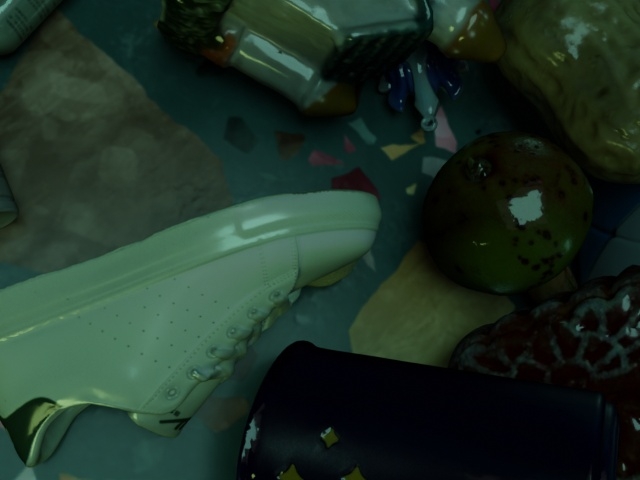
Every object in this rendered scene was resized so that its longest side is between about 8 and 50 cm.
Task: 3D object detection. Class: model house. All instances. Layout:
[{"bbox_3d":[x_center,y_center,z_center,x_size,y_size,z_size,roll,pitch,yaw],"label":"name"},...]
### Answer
[{"bbox_3d":[0.032,-0.241,0.732,0.301,0.190,0.271,32,73,-7],"label":"model house"}]

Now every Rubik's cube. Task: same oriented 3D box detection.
[{"bbox_3d":[0.366,0.050,0.765,0.254,0.254,0.254,3,76,-12],"label":"Rubik's cube"}]

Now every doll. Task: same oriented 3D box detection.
[{"bbox_3d":[0.101,-0.203,0.799,0.096,0.070,0.195,-11,75,16],"label":"doll"}]

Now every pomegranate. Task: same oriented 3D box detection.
[{"bbox_3d":[0.189,-0.010,0.733,0.159,0.159,0.205,-49,120,-18],"label":"pomegranate"}]

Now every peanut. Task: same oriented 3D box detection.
[{"bbox_3d":[0.253,-0.174,0.744,0.159,0.143,0.291,2,49,-21],"label":"peanut"}]

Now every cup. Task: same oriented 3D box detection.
[{"bbox_3d":[0.097,0.208,0.618,0.256,0.255,0.178,6,52,21],"label":"cup"}]

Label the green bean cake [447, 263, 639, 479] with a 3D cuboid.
[{"bbox_3d":[0.233,0.161,0.671,0.198,0.097,0.232,-23,84,27],"label":"green bean cake"}]

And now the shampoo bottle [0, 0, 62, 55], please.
[{"bbox_3d":[-0.291,-0.217,0.718,0.056,0.056,0.195,36,71,-2],"label":"shampoo bottle"}]

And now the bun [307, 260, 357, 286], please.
[{"bbox_3d":[0.000,0.000,0.730,0.086,0.055,0.086,3,75,-10],"label":"bun"}]

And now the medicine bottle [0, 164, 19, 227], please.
[{"bbox_3d":[-0.310,-0.055,0.672,0.058,0.058,0.091,-22,82,-17],"label":"medicine bottle"}]

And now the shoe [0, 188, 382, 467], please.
[{"bbox_3d":[-0.106,0.075,0.633,0.363,0.132,0.160,-18,84,-2],"label":"shoe"}]
